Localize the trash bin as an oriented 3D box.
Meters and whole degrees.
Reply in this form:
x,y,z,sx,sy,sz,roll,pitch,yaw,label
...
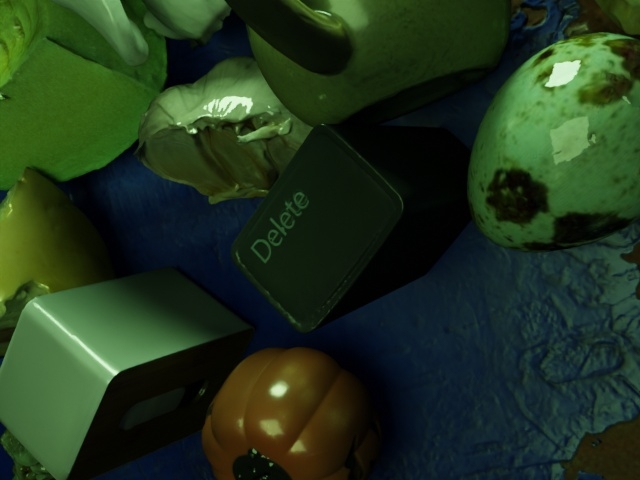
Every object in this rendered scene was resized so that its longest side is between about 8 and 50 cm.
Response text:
x,y,z,sx,sy,sz,roll,pitch,yaw,label
0.051,-0.024,1.069,0.115,0.225,0.165,45,118,18,trash bin

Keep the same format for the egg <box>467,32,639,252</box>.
x,y,z,sx,sy,sz,roll,pitch,yaw,label
0.219,-0.078,0.993,0.169,0.169,0.231,54,130,13,egg

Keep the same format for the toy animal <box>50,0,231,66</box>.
x,y,z,sx,sy,sz,roll,pitch,yaw,label
-0.196,-0.308,1.152,0.289,0.249,0.174,40,126,1,toy animal

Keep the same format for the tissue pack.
x,y,z,sx,sy,sz,roll,pitch,yaw,label
-0.217,0.141,1.251,0.136,0.246,0.159,37,116,23,tissue pack

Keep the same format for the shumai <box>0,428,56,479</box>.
x,y,z,sx,sy,sz,roll,pitch,yaw,label
-0.295,0.244,1.388,0.184,0.184,0.142,21,132,27,shumai

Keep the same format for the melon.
x,y,z,sx,sy,sz,roll,pitch,yaw,label
-0.361,-0.210,1.308,0.343,0.226,0.331,-31,92,44,melon

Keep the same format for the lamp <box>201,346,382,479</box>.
x,y,z,sx,sy,sz,roll,pitch,yaw,label
-0.026,0.199,1.196,0.187,0.164,0.188,16,129,20,lamp

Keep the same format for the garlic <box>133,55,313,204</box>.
x,y,z,sx,sy,sz,roll,pitch,yaw,label
-0.072,-0.127,1.173,0.229,0.178,0.143,9,72,11,garlic

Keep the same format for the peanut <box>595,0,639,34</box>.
x,y,z,sx,sy,sz,roll,pitch,yaw,label
0.266,-0.283,0.962,0.233,0.110,0.197,33,102,21,peanut

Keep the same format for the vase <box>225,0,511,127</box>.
x,y,z,sx,sy,sz,roll,pitch,yaw,label
0.006,-0.257,0.997,0.241,0.329,0.302,-23,86,36,vase

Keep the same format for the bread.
x,y,z,sx,sy,sz,roll,pitch,yaw,label
-0.336,0.081,1.324,0.211,0.224,0.183,39,128,-21,bread
